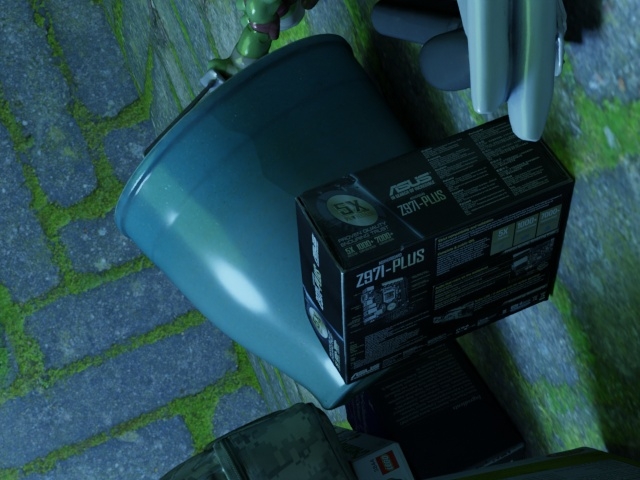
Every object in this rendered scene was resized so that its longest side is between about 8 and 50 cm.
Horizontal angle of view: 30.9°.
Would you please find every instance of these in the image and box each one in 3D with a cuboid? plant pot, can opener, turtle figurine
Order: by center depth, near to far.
[{"bbox_3d":[0.077,-0.157,0.792,0.283,0.095,0.076,-143,34,-66],"label":"can opener"},{"bbox_3d":[0.000,0.000,1.043,0.255,0.271,0.272,50,163,11],"label":"plant pot"},{"bbox_3d":[-0.104,-0.247,1.057,0.198,0.274,0.266,46,-170,-4],"label":"turtle figurine"}]

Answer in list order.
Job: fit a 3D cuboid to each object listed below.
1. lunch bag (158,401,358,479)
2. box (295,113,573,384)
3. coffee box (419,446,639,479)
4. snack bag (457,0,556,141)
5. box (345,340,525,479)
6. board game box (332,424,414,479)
[{"bbox_3d":[-0.090,0.299,1.102,0.305,0.256,0.213,131,115,-77],"label":"lunch bag"},{"bbox_3d":[0.080,0.008,0.850,0.147,0.180,0.078,86,159,-53],"label":"box"},{"bbox_3d":[0.095,0.339,0.722,0.334,0.338,0.338,153,108,-81],"label":"coffee box"},{"bbox_3d":[0.063,-0.250,0.464,0.342,0.037,0.323,-82,-11,-63],"label":"snack bag"},{"bbox_3d":[0.111,0.195,1.186,0.153,0.108,0.207,82,162,-46],"label":"box"},{"bbox_3d":[0.059,0.294,1.198,0.193,0.053,0.305,66,168,2],"label":"board game box"}]
